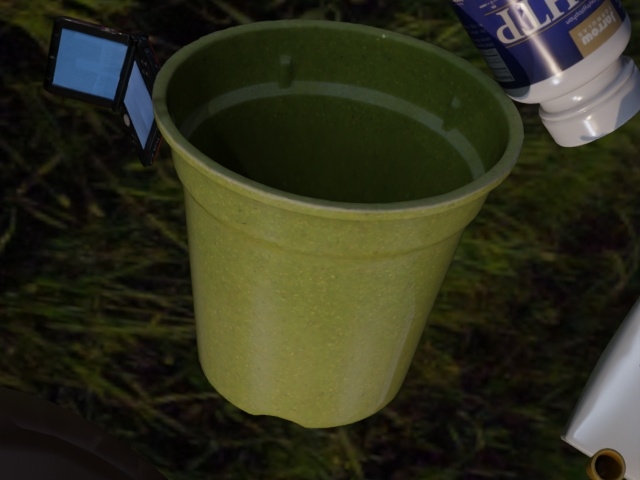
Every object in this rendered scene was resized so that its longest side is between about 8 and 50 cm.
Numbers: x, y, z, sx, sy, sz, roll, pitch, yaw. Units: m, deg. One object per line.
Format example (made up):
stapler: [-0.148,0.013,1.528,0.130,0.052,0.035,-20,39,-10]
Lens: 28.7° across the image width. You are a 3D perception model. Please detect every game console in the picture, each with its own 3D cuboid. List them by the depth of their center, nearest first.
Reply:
game console: [-0.218,-0.148,1.278,0.085,0.144,0.124,-16,72,-23]

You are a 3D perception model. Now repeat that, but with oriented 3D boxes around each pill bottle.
pill bottle: [0.173,-0.171,0.966,0.186,0.112,0.112,54,45,-18]

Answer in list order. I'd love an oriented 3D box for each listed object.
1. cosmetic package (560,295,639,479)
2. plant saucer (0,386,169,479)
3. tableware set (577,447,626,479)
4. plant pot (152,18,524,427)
cosmetic package: [0.330,0.126,1.124,0.217,0.156,0.385,-60,166,0]
plant saucer: [-0.082,0.155,0.424,0.278,0.041,0.278,44,18,-18]
tableware set: [0.221,0.191,0.775,0.104,0.154,0.024,-48,175,-17]
plant pot: [0.000,0.000,0.996,0.276,0.276,0.253,-45,150,-49]
